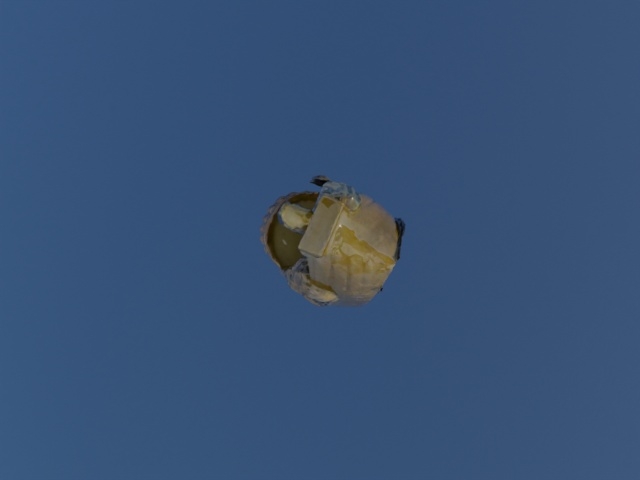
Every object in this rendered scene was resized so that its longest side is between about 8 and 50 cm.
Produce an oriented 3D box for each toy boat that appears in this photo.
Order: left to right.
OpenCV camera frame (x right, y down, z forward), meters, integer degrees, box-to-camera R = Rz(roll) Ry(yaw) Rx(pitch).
[{"bbox_3d":[0.000,0.000,0.383,0.048,0.149,0.047,24,-92,-4],"label":"toy boat"}]
